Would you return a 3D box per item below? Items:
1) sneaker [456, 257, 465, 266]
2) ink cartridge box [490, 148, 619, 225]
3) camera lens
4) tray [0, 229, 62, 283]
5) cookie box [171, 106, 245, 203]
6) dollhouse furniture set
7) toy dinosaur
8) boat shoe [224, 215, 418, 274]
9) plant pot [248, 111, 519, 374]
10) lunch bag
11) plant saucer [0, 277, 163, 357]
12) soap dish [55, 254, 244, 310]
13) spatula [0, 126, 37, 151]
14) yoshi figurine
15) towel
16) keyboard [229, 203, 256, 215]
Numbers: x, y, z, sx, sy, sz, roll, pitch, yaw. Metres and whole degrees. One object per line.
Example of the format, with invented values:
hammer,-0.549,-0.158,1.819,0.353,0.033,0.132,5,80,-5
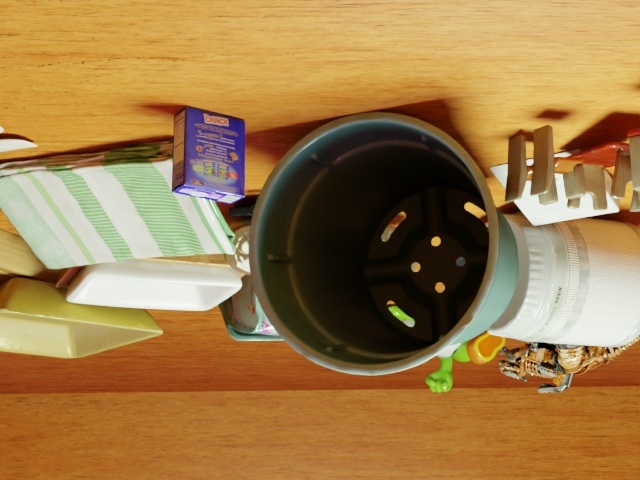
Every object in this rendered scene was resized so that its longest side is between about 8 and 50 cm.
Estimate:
sneaker,0.351,0.066,2.190,0.209,0.069,0.082,1,167,-10
ink cartridge box,0.358,-0.091,1.729,0.145,0.045,0.179,-10,143,30
camera lens,0.415,0.066,1.920,0.274,0.219,0.219,6,162,-23
tray,-0.618,0.038,2.003,0.203,0.076,0.411,-10,161,25
cookie box,-0.144,-0.109,1.466,0.092,0.107,0.040,11,161,-34
dollhouse furniture set,0.413,-0.120,1.513,0.262,0.135,0.259,4,174,-16
toy dinosaur,0.544,0.220,2.469,0.322,0.218,0.164,-6,163,15
boat shoe,0.000,0.000,1.889,0.341,0.121,0.110,7,-161,-19
plant pot,0.124,0.019,1.603,0.341,0.341,0.334,-8,171,22
lunch bag,-0.064,0.114,2.170,0.224,0.160,0.262,2,175,-22
plant saucer,-0.516,0.144,2.104,0.333,0.080,0.333,13,160,-40
soap dish,-0.289,0.039,1.951,0.291,0.118,0.229,6,162,-22
spatula,-0.525,-0.138,1.505,0.242,0.019,0.168,-5,169,15
yoshi figurine,0.229,0.231,2.571,0.203,0.203,0.362,25,155,-25
towel,-0.310,-0.042,1.666,0.325,0.038,0.248,-6,141,17
keyboard,-0.047,-0.064,1.794,0.192,0.038,0.100,-4,-173,6
